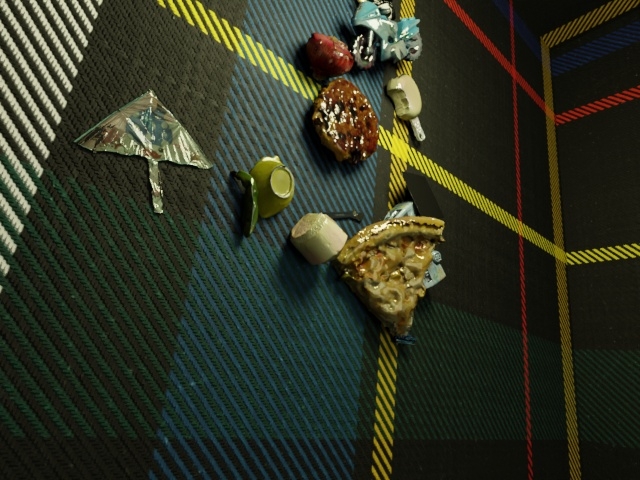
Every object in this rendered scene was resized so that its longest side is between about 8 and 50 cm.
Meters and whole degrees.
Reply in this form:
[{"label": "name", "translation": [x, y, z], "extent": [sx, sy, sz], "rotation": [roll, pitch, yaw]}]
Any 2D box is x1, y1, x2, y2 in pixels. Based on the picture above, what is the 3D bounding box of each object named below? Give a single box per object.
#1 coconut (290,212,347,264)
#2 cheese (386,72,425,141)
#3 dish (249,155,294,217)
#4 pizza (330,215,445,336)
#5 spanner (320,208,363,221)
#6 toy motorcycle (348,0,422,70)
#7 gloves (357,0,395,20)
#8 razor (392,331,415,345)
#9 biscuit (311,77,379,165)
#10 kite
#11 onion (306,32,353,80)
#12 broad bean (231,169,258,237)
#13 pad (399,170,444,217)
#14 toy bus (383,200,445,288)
[{"label": "coconut", "translation": [0.000, 0.000, 1.274], "extent": [0.153, 0.147, 0.147], "rotation": [46, 54, -22]}, {"label": "cheese", "translation": [0.374, -0.549, 1.772], "extent": [0.163, 0.082, 0.287], "rotation": [-34, 104, -40]}, {"label": "dish", "translation": [-0.129, -0.166, 1.236], "extent": [0.148, 0.080, 0.208], "rotation": [23, 68, -37]}, {"label": "pizza", "translation": [0.222, 0.078, 1.426], "extent": [0.391, 0.080, 0.435], "rotation": [21, 80, -23]}, {"label": "spanner", "translation": [0.076, -0.084, 1.445], "extent": [0.208, 0.012, 0.046], "rotation": [-6, 85, -42]}, {"label": "toy motorcycle", "translation": [0.255, -0.797, 1.636], "extent": [0.415, 0.172, 0.232], "rotation": [-24, 115, -33]}, {"label": "gloves", "translation": [0.216, -0.955, 1.689], "extent": [0.164, 0.124, 0.203], "rotation": [-43, 119, -20]}, {"label": "razor", "translation": [0.321, 0.213, 1.544], "extent": [0.093, 0.056, 0.325], "rotation": [12, 86, -23]}, {"label": "biscuit", "translation": [0.089, -0.409, 1.487], "extent": [0.289, 0.081, 0.334], "rotation": [54, 47, -18]}, {"label": "kite", "translation": [-0.415, -0.222, 1.038], "extent": [0.335, 0.011, 0.315], "rotation": [1, 80, -41]}, {"label": "onion", "translation": [0.020, -0.620, 1.446], "extent": [0.183, 0.147, 0.184], "rotation": [32, 26, -18]}, {"label": "broad bean", "translation": [-0.199, -0.107, 1.173], "extent": [0.046, 0.061, 0.196], "rotation": [28, 48, -81]}, {"label": "pad", "translation": [0.410, -0.178, 1.689], "extent": [0.299, 0.005, 0.202], "rotation": [-7, 72, -59]}, {"label": "toy bus", "translation": [0.354, 0.021, 1.615], "extent": [0.135, 0.109, 0.330], "rotation": [-31, 101, -30]}]
